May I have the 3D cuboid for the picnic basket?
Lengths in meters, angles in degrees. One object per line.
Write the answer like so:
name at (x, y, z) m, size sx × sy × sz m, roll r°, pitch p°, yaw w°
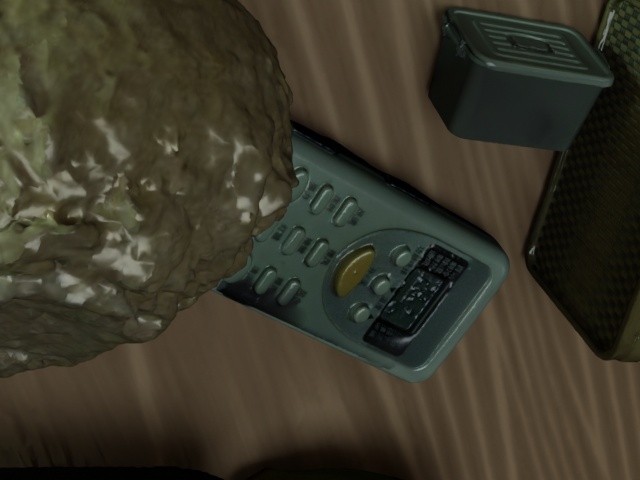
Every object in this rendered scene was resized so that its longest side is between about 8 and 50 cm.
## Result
picnic basket at (0.272, -0.041, 0.946) m, size 0.139 × 0.165 × 0.267 m, roll 4°, pitch 117°, yaw -21°

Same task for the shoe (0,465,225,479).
shoe at (-0.238, 0.293, 0.929) m, size 0.384 × 0.171 × 0.237 m, roll 1°, pitch 91°, yaw -22°

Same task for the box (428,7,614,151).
box at (0.138, -0.113, 0.916) m, size 0.122 × 0.084 × 0.069 m, roll 6°, pitch 125°, yaw -20°

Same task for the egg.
egg at (-0.171, -0.057, 0.745) m, size 0.310 × 0.279 × 0.279 m, roll -9°, pitch 121°, yaw 4°

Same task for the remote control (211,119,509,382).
remote control at (0.000, 0.000, 0.947) m, size 0.296 × 0.056 × 0.140 m, roll 28°, pitch 105°, yaw -29°

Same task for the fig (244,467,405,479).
fig at (0.028, 0.269, 1.045) m, size 0.203 × 0.203 × 0.225 m, roll -43°, pitch 78°, yaw 8°
